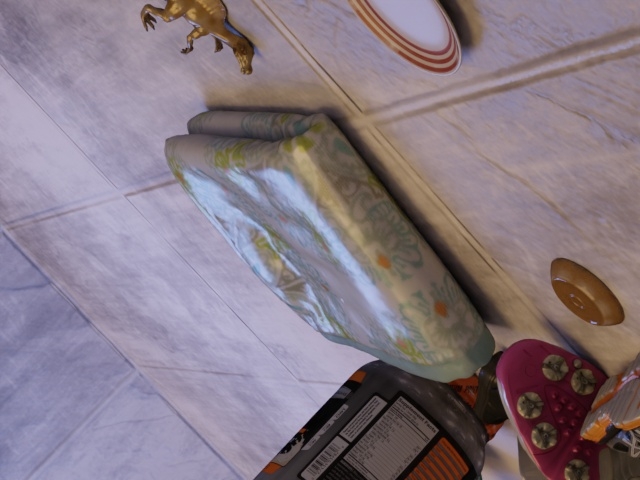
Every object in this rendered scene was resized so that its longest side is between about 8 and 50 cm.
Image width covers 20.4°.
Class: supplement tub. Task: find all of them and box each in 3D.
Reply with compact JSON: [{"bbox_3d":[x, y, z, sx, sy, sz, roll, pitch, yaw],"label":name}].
[{"bbox_3d":[0.056,0.275,2.062,0.193,0.316,0.193,41,163,15],"label":"supplement tub"}]

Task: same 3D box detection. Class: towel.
[{"bbox_3d":[0.000,0.000,1.922,0.320,0.090,0.374,50,163,-21],"label":"towel"}]

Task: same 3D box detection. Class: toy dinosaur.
[{"bbox_3d":[-0.135,-0.235,1.756,0.183,0.053,0.093,42,150,-21],"label":"toy dinosaur"}]

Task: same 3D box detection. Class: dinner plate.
[{"bbox_3d":[0.063,-0.189,1.419,0.141,0.017,0.141,39,163,14],"label":"dinner plate"}]

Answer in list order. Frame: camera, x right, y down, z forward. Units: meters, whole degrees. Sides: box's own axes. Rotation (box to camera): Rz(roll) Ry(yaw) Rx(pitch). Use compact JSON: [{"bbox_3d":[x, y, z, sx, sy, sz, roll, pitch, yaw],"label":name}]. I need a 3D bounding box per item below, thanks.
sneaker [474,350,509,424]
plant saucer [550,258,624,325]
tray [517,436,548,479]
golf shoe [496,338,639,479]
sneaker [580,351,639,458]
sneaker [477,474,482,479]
[{"bbox_3d":[0.213,0.177,1.914,0.089,0.051,0.170,42,161,25],"label":"sneaker"},{"bbox_3d":[0.237,0.051,1.605,0.083,0.015,0.083,40,164,14],"label":"plant saucer"},{"bbox_3d":[0.311,0.311,1.966,0.270,0.030,0.145,48,-161,-14],"label":"tray"},{"bbox_3d":[0.269,0.219,1.783,0.306,0.115,0.140,49,167,-13],"label":"golf shoe"},{"bbox_3d":[0.304,0.153,1.605,0.083,0.084,0.215,30,167,1],"label":"sneaker"},{"bbox_3d":[0.135,0.296,2.331,0.121,0.108,0.302,48,169,-29],"label":"sneaker"}]
